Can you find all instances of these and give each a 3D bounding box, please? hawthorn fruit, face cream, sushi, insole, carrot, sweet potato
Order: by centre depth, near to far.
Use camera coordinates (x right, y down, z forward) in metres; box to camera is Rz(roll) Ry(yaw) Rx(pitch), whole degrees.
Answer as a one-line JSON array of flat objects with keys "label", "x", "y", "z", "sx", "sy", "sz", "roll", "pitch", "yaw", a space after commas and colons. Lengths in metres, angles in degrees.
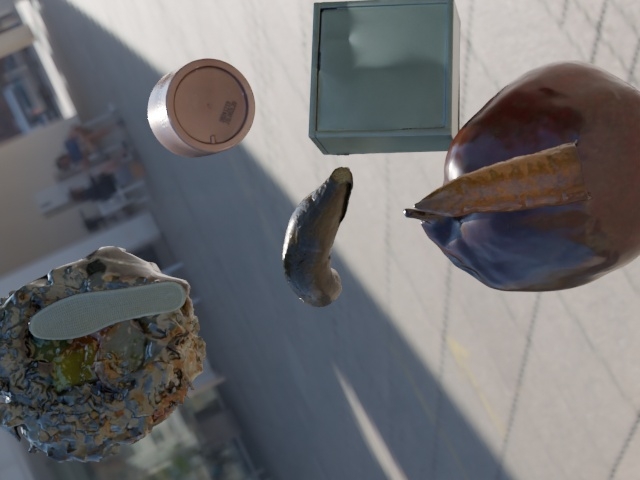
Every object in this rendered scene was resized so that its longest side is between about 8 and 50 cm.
[{"label": "insole", "x": -0.204, "y": 0.067, "z": 1.216, "sx": 0.002, "sy": 0.153, "sz": 0.053, "roll": -108, "pitch": 9, "yaw": -53}, {"label": "carrot", "x": 0.209, "y": -0.059, "z": 1.476, "sx": 0.072, "sy": 0.205, "sz": 0.072, "roll": -14, "pitch": -90, "yaw": -88}, {"label": "hawthorn fruit", "x": 0.313, "y": -0.070, "z": 1.687, "sx": 0.308, "sy": 0.324, "sz": 0.308, "roll": 39, "pitch": 174, "yaw": 5}, {"label": "face cream", "x": -0.189, "y": -0.208, "z": 2.011, "sx": 0.149, "sy": 0.149, "sz": 0.104, "roll": 66, "pitch": 158, "yaw": -9}, {"label": "sweet potato", "x": -0.003, "y": -0.005, "z": 2.022, "sx": 0.085, "sy": 0.112, "sz": 0.285, "roll": -123, "pitch": 33, "yaw": -43}, {"label": "sushi", "x": -0.389, "y": 0.195, "z": 2.159, "sx": 0.175, "sy": 0.418, "sz": 0.417, "roll": 77, "pitch": 165, "yaw": -46}]

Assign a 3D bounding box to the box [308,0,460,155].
[{"label": "box", "x": 0.106, "y": -0.256, "z": 2.021, "sx": 0.117, "sy": 0.225, "sz": 0.224, "roll": 43, "pitch": -131, "yaw": -73}]
